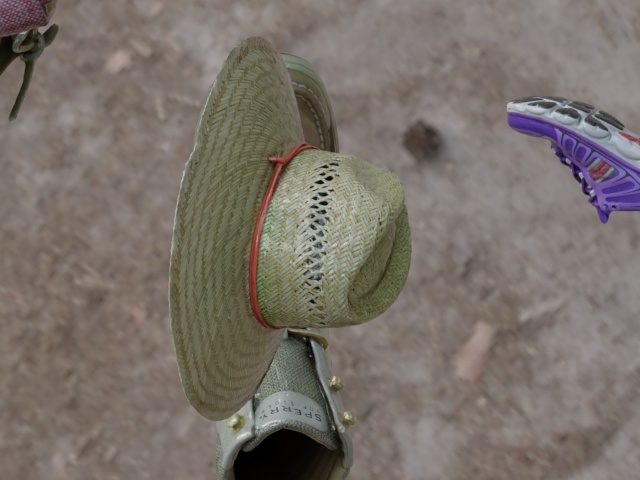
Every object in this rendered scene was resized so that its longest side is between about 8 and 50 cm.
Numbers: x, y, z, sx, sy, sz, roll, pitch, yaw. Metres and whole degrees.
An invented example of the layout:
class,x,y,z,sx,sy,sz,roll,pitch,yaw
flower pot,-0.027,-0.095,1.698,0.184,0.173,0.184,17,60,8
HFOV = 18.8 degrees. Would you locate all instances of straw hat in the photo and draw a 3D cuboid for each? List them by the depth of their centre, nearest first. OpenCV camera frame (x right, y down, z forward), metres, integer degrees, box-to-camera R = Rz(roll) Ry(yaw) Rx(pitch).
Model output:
class,x,y,z,sx,sy,sz,roll,pitch,yaw
straw hat,0.000,0.000,0.687,0.061,0.144,0.144,5,66,17

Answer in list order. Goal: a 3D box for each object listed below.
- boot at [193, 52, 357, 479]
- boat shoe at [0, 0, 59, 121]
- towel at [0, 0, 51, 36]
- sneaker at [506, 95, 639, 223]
class,x,y,z,sx,sy,sz,roll,pitch,yaw
boot,-0.022,0.032,0.956,0.077,0.213,0.165,0,37,-9
boat shoe,-0.171,-0.174,1.132,0.104,0.089,0.285,-8,62,70
towel,-0.278,-0.144,0.662,0.329,0.037,0.237,-16,92,2
sneaker,0.210,-0.054,1.456,0.170,0.068,0.071,31,109,14
